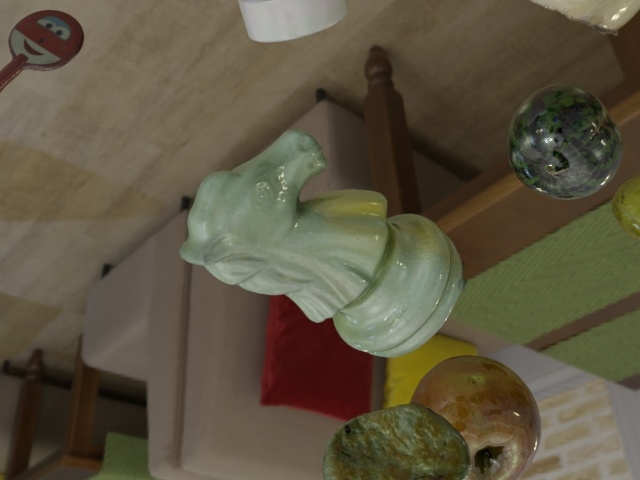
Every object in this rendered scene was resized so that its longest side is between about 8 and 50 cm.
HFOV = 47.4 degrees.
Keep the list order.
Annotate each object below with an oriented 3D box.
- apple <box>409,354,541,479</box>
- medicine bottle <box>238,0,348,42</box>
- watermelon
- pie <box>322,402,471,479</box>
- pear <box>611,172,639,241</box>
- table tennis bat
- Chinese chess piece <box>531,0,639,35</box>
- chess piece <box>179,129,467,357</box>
[{"bbox_3d":[0.253,0.309,1.233,0.236,0.207,0.237,-5,112,-11],"label":"apple"},{"bbox_3d":[-0.056,-0.401,0.868,0.170,0.170,0.293,-9,121,9],"label":"medicine bottle"},{"bbox_3d":[0.552,-0.223,1.671,0.268,0.269,0.269,-2,146,-1],"label":"watermelon"},{"bbox_3d":[0.093,0.279,0.910,0.186,0.187,0.041,-9,123,10],"label":"pie"},{"bbox_3d":[0.431,-0.040,0.905,0.131,0.107,0.107,25,171,45],"label":"pear"},{"bbox_3d":[-0.389,-0.254,0.985,0.098,0.155,0.019,35,159,10],"label":"table tennis bat"},{"bbox_3d":[0.252,-0.330,0.825,0.257,0.257,0.104,12,121,-21],"label":"Chinese chess piece"},{"bbox_3d":[0.000,0.000,0.781,0.298,0.176,0.175,30,135,-33],"label":"chess piece"}]
